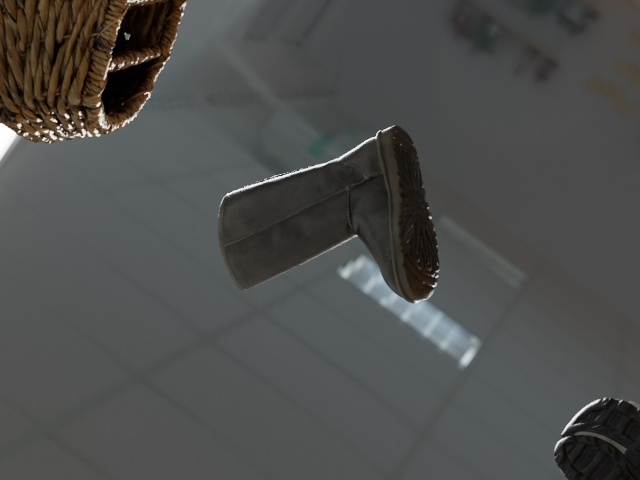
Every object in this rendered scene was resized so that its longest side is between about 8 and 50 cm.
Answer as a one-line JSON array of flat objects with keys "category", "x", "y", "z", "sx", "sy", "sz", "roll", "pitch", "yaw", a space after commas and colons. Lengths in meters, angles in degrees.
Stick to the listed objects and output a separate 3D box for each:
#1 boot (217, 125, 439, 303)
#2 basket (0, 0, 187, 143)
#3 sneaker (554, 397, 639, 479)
[{"category": "boot", "x": 0.001, "y": 0.002, "z": 1.616, "sx": 0.076, "sy": 0.208, "sz": 0.189, "roll": 39, "pitch": -143, "yaw": -48}, {"category": "basket", "x": -0.236, "y": -0.229, "z": 1.946, "sx": 0.299, "sy": 0.223, "sz": 0.213, "roll": -45, "pitch": -58, "yaw": -78}, {"category": "sneaker", "x": 0.293, "y": 0.219, "z": 1.326, "sx": 0.108, "sy": 0.100, "sz": 0.271, "roll": 40, "pitch": -175, "yaw": -38}]
